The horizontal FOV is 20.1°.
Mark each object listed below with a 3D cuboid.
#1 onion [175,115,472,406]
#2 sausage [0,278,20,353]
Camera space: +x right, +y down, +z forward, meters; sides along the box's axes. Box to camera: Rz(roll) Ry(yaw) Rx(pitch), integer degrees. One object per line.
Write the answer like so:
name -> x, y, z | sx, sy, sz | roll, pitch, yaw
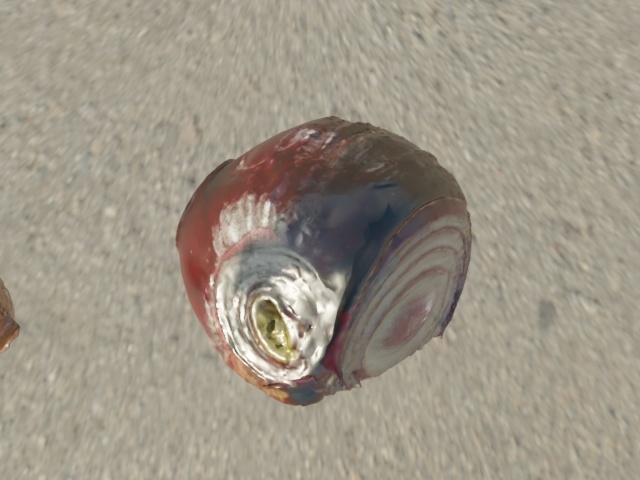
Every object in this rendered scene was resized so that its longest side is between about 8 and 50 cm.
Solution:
onion -> 0.000, -0.005, 1.510 | 0.206, 0.216, 0.207 | 29, 121, 26
sausage -> -0.472, 0.143, 1.638 | 0.419, 0.094, 0.094 | -27, 110, -5
